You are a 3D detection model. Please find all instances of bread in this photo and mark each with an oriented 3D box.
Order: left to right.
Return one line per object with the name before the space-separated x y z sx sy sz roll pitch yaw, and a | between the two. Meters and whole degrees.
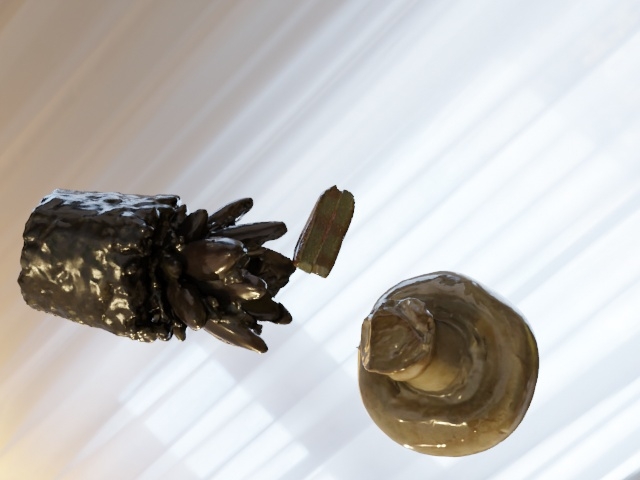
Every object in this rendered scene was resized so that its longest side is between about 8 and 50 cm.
bread | 0.000 0.000 1.096 0.043 0.062 0.109 25 -121 -5

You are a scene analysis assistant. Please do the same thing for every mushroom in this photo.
mushroom | 0.178 0.188 1.638 0.297 0.297 0.290 56 -165 23

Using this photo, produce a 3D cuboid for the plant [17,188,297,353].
plant | -0.192 0.042 1.309 0.321 0.194 0.181 9 -162 6
